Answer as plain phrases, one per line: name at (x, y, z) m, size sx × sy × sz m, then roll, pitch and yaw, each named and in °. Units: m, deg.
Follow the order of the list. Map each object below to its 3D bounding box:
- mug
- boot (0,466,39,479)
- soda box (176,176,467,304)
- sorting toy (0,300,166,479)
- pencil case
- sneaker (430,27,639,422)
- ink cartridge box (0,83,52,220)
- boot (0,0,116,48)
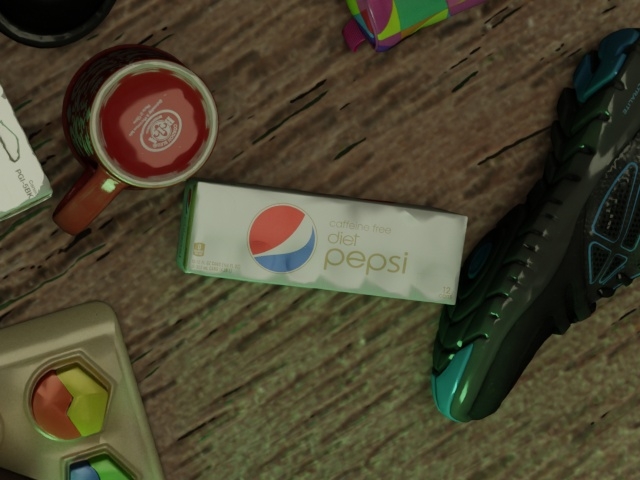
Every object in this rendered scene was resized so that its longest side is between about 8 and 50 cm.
mug at (-0.131, -0.070, 1.422) m, size 0.113 × 0.169 × 0.150 m, roll 8°, pitch 93°, yaw -11°
boot at (-0.341, 0.243, 1.432) m, size 0.207 × 0.090 × 0.248 m, roll 27°, pitch 96°, yaw -1°
soda box at (0.000, 0.000, 1.504) m, size 0.216 × 0.069 × 0.074 m, roll 7°, pitch 94°, yaw -10°
sorting toy at (-0.225, 0.171, 1.494) m, size 0.193 × 0.038 × 0.208 m, roll -17°, pitch 98°, yaw -8°
pencil case at (0.119, -0.230, 1.493) m, size 0.236 × 0.104 × 0.104 m, roll -24°, pitch 99°, yaw -5°
sneaker at (0.210, 0.007, 1.515) m, size 0.139 × 0.125 × 0.341 m, roll 32°, pitch 91°, yaw -15°
ink cartridge box at (-0.243, -0.070, 1.419) m, size 0.056 × 0.135 × 0.099 m, roll -26°, pitch 99°, yaw -6°
boot at (-0.174, -0.309, 1.346) m, size 0.131 × 0.260 × 0.348 m, roll 7°, pitch 93°, yaw -11°
